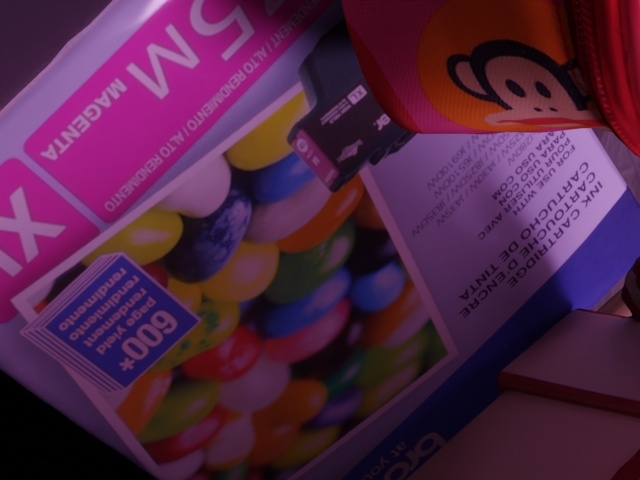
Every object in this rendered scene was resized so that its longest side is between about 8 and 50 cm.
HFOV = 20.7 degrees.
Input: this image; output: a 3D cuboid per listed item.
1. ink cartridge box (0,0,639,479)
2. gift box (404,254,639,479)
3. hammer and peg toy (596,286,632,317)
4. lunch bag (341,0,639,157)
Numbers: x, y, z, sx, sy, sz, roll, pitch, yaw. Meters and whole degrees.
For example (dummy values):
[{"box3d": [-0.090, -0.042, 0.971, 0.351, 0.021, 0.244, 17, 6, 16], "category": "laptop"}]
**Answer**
[{"box3d": [0.000, 0.000, 0.574, 0.186, 0.065, 0.311, -45, 141, -1], "category": "ink cartridge box"}, {"box3d": [0.135, 0.158, 0.517, 0.258, 0.255, 0.276, -36, 121, -31], "category": "gift box"}, {"box3d": [0.211, 0.153, 0.838, 0.266, 0.127, 0.361, -43, 125, -36], "category": "hammer and peg toy"}, {"box3d": [0.110, -0.179, 0.470, 0.293, 0.120, 0.258, -31, 119, -42], "category": "lunch bag"}]
